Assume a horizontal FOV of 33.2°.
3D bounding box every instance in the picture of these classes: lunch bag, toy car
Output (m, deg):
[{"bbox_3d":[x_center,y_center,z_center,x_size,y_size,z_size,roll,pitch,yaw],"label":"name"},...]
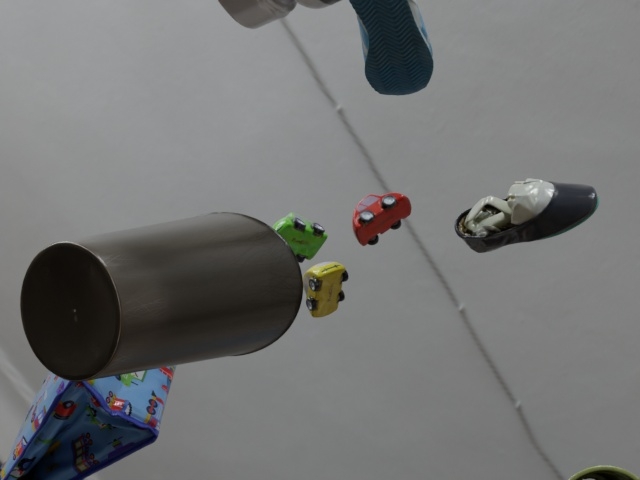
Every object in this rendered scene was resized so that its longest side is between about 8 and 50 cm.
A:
[{"bbox_3d":[-0.334,0.230,1.415,0.138,0.221,0.293,41,-65,-18],"label":"lunch bag"},{"bbox_3d":[0.000,0.000,1.585,0.239,0.225,0.053,-54,-129,16],"label":"toy car"}]

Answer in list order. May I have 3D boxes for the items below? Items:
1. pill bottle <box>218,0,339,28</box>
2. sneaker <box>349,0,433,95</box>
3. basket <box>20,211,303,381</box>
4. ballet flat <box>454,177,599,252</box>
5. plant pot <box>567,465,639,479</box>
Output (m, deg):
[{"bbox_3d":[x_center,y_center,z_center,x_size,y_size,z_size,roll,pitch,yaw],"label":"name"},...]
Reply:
[{"bbox_3d":[0.025,-0.329,1.058,0.283,0.161,0.161,-21,-70,23],"label":"pill bottle"},{"bbox_3d":[0.083,-0.265,1.269,0.087,0.092,0.228,-6,-39,12],"label":"sneaker"},{"bbox_3d":[-0.165,0.055,1.049,0.204,0.227,0.154,-2,-87,34],"label":"basket"},{"bbox_3d":[0.230,-0.032,1.258,0.074,0.074,0.203,52,-34,-11],"label":"ballet flat"},{"bbox_3d":[0.229,0.223,0.891,0.083,0.079,0.083,0,-93,4],"label":"plant pot"}]
